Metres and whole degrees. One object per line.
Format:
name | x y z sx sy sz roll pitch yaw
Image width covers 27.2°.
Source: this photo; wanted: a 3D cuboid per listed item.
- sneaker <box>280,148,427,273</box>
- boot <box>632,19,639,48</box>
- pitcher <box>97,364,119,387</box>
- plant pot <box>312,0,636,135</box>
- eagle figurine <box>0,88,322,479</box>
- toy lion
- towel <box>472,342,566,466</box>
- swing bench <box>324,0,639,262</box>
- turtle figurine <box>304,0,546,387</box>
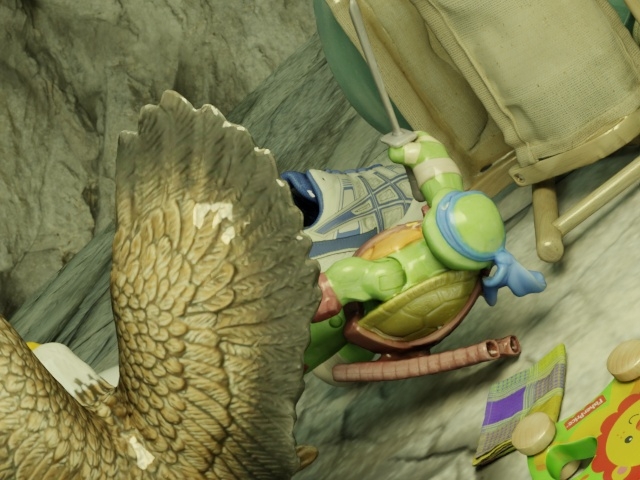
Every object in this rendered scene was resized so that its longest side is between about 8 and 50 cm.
sneaker | 0.024 -0.030 1.204 0.112 0.131 0.296 -35 13 34
boot | 0.333 -0.204 0.972 0.213 0.077 0.165 -44 16 8
pitcher | -0.180 0.183 1.072 0.207 0.125 0.178 -23 -16 -13
plant pot | 0.163 -0.232 1.183 0.196 0.293 0.293 1 42 47
eagle figurine | -0.120 0.098 0.744 0.225 0.298 0.226 11 46 17
toy lion | 0.148 0.097 0.642 0.100 0.034 0.096 -39 20 11
towel | 0.117 0.096 0.773 0.060 0.009 0.083 -35 14 31
swing bench | 0.129 -0.148 0.978 0.165 0.253 0.254 -37 13 0
turtle figurine | 0.000 0.000 0.906 0.266 0.275 0.197 -55 11 48
